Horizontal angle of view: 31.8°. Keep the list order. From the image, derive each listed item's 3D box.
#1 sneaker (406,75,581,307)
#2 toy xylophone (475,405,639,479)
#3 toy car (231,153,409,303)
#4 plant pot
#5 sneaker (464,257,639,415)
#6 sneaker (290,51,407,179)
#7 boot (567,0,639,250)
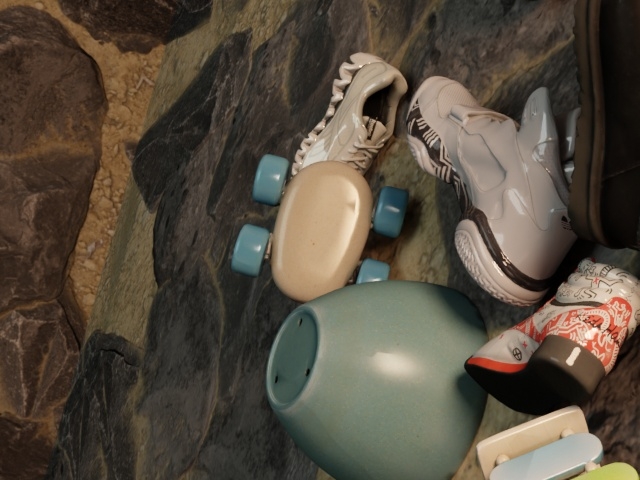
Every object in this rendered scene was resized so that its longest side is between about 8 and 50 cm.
[{"bbox_3d":[0.232,-0.115,1.331,0.210,0.137,0.366,-51,37,33],"label":"sneaker"},{"bbox_3d":[0.225,0.299,1.006,0.323,0.236,0.081,49,162,54],"label":"toy xylophone"},{"bbox_3d":[0.000,0.000,1.684,0.238,0.219,0.210,91,-166,-82],"label":"toy car"},{"bbox_3d":[0.047,0.172,1.419,0.290,0.195,0.290,-41,38,44],"label":"plant pot"},{"bbox_3d":[0.255,0.102,1.202,0.145,0.090,0.270,-50,2,-16],"label":"sneaker"},{"bbox_3d":[0.044,-0.148,1.754,0.118,0.110,0.292,32,102,54],"label":"sneaker"},{"bbox_3d":[0.356,-0.120,0.980,0.260,0.131,0.348,25,121,54],"label":"boot"}]
